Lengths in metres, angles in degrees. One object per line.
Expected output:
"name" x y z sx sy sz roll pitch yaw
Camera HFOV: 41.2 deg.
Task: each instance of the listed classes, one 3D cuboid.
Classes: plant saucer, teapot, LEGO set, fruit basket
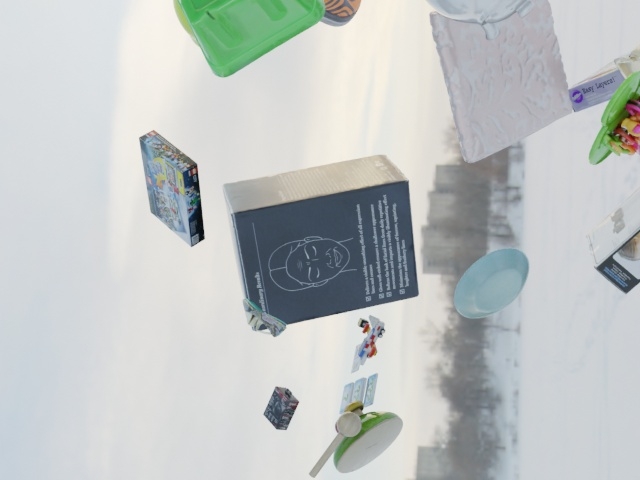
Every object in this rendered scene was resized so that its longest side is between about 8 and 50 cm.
"plant saucer" 0.385 0.102 1.881 0.037 0.195 0.195 44 -141 -27
"teapot" 0.311 -0.477 1.520 0.252 0.187 0.256 -45 -5 34
"LEGO set" 0.093 0.289 2.070 0.182 0.060 0.244 140 147 -61
"fruit basket" -0.175 -0.494 1.612 0.392 0.283 0.392 57 -168 -19

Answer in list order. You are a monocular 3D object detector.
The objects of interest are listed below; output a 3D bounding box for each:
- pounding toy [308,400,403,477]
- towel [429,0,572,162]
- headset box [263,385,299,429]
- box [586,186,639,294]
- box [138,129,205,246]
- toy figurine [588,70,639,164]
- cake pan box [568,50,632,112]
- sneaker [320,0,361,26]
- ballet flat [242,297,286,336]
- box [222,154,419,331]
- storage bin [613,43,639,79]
"pounding toy" 0.066 0.421 1.897 0.237 0.110 0.183 11 -58 -53
"towel" 0.395 -0.377 1.854 0.053 0.317 0.331 15 127 59
"headset box" -0.085 0.367 1.881 0.032 0.062 0.083 15 -76 -41
"box" 0.658 -0.048 1.653 0.290 0.087 0.169 -47 8 24
"box" -0.333 -0.115 1.921 0.044 0.159 0.233 -33 -34 -29
"toy figurine" 0.413 -0.108 0.980 0.130 0.159 0.173 -53 -23 2
"cake pan box" 0.747 -0.404 1.987 0.267 0.246 0.070 -31 -80 -31
"sneaker" 0.028 -0.560 1.809 0.124 0.180 0.321 52 -147 11
"ballet flat" -0.108 0.138 1.497 0.041 0.114 0.041 -23 -54 -36
"box" 0.000 0.000 1.951 0.212 0.396 0.293 -120 20 -65
"storage bin" 0.653 -0.287 1.364 0.260 0.262 0.123 46 -174 -22
